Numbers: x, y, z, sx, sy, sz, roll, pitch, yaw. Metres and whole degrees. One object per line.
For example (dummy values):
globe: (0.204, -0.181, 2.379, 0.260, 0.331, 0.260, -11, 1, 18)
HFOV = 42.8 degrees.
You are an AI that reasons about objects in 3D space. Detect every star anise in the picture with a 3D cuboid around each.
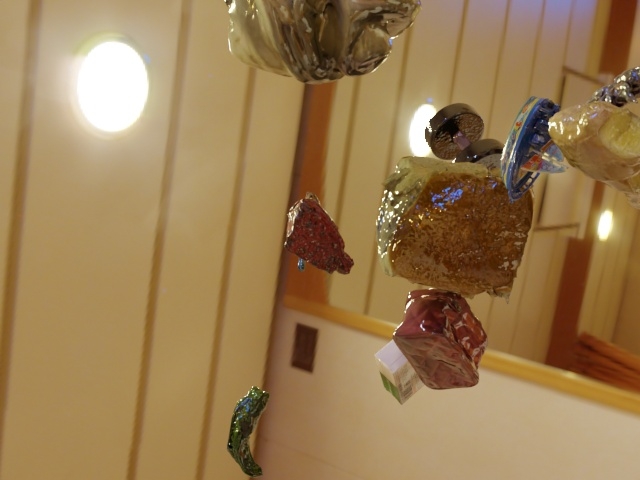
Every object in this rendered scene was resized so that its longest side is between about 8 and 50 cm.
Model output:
star anise: (0.627, -0.312, 1.700, 0.180, 0.204, 0.061, -44, -84, -18)

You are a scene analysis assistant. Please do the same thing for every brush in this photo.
brush: (-0.026, -0.016, 1.556, 0.051, 0.014, 0.164, 49, -137, -54)

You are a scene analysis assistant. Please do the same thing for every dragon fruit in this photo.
dragon fruit: (-0.002, 0.000, 1.325, 0.131, 0.063, 0.097, 32, -105, -18)

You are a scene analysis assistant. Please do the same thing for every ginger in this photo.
ginger: (0.400, -0.100, 1.098, 0.294, 0.131, 0.086, 31, -106, -51)

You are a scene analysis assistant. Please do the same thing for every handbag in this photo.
handbag: (0.254, 0.205, 1.702, 0.225, 0.147, 0.135, 53, -135, -36)

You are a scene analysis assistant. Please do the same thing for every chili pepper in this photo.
chili pepper: (-0.141, 0.374, 1.582, 0.073, 0.050, 0.182, 2, -81, -32)

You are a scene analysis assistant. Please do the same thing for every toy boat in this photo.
toy boat: (0.347, -0.135, 1.296, 0.091, 0.110, 0.175, 12, -73, -41)

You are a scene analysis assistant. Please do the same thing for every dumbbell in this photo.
dumbbell: (0.367, -0.226, 2.034, 0.153, 0.218, 0.152, -14, -44, -14)

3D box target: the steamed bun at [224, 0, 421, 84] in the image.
steamed bun: (0.021, -0.375, 1.238, 0.339, 0.352, 0.247, 77, 173, -65)

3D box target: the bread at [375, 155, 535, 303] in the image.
bread: (0.243, -0.034, 1.540, 0.225, 0.279, 0.250, -43, -38, -79)

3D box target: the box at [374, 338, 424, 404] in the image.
box: (0.228, 0.330, 2.158, 0.135, 0.081, 0.199, -38, -34, -16)
